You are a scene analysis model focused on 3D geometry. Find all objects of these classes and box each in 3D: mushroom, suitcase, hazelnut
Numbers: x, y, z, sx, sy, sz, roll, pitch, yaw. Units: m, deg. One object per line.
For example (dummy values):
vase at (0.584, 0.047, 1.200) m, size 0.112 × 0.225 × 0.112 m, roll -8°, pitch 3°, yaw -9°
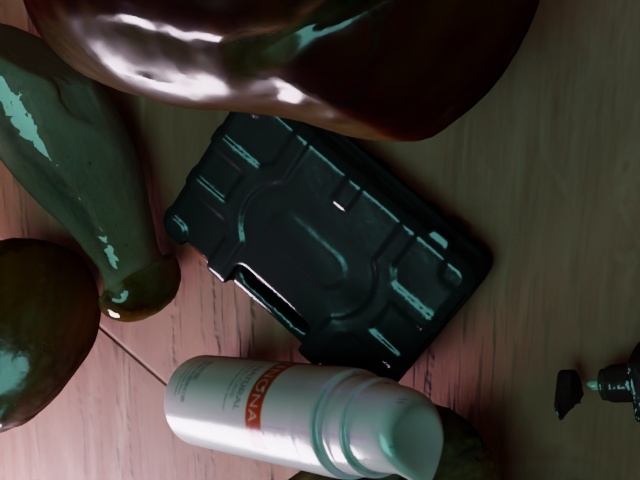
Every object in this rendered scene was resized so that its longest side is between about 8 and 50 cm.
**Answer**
mushroom at (-0.251, -0.078, 1.229) m, size 0.128 × 0.128 × 0.350 m, roll -24°, pitch 99°, yaw 33°
suitcase at (0.000, 0.000, 1.158) m, size 0.285 × 0.066 × 0.206 m, roll 41°, pitch 123°, yaw 9°
hazelnut at (-0.341, 0.097, 1.304) m, size 0.210 × 0.210 × 0.186 m, roll -31°, pitch 97°, yaw 33°
hazelnut at (-0.033, -0.244, 0.913) m, size 0.410 × 0.359 × 0.359 m, roll 3°, pitch 111°, yaw 15°

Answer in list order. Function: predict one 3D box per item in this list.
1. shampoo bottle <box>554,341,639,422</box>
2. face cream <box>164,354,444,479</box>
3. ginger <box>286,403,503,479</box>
shampoo bottle at (0.317, 0.119, 1.033) m, size 0.236 × 0.068 × 0.067 m, roll -8°, pitch 107°, yaw 31°
face cream at (-0.021, 0.164, 1.140) m, size 0.346 × 0.102 × 0.102 m, roll -4°, pitch 108°, yaw 53°
ginger at (0.077, 0.310, 1.160) m, size 0.269 × 0.200 × 0.223 m, roll -33°, pitch 126°, yaw 1°
